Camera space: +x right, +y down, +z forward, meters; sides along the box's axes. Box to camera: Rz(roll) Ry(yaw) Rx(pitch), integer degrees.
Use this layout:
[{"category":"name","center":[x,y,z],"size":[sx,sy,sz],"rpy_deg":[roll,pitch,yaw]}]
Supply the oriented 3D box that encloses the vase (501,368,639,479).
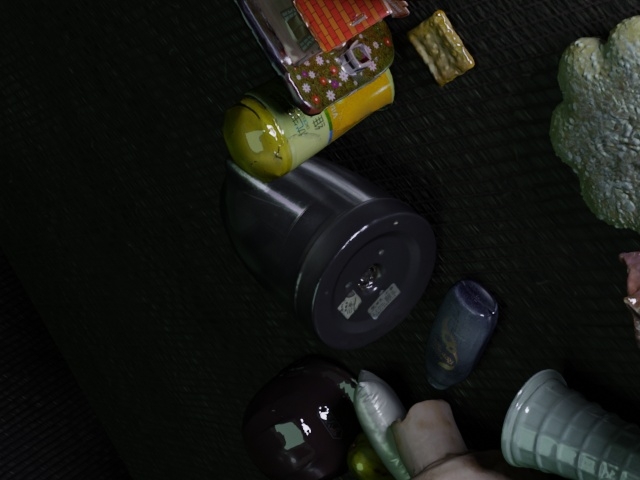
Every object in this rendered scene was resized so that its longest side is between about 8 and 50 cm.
[{"category":"vase","center":[0.393,0.282,1.565],"size":[0.299,0.143,0.143],"rpy_deg":[22,136,41]}]

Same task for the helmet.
[{"category":"helmet","center":[-0.035,0.347,2.233],"size":[0.225,0.177,0.305],"rpy_deg":[57,153,3]}]

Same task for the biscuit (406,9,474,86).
[{"category":"biscuit","center":[0.149,-0.238,1.516],"size":[0.083,0.018,0.081],"rpy_deg":[57,151,-2]}]

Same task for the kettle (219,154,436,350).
[{"category":"kettle","center":[0.000,0.000,1.825],"size":[0.324,0.228,0.321],"rpy_deg":[38,178,39]}]

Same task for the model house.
[{"category":"model house","center":[0.010,-0.330,1.467],"size":[0.154,0.207,0.294],"rpy_deg":[-25,97,50]}]

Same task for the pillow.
[{"category":"pillow","center":[0.129,0.330,2.051],"size":[0.254,0.078,0.144],"rpy_deg":[58,-171,-5]}]

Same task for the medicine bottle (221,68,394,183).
[{"category":"medicine bottle","center":[-0.021,-0.174,1.613],"size":[0.124,0.239,0.124],"rpy_deg":[35,145,29]}]

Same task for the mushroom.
[{"category":"mushroom","center":[0.204,0.373,1.857],"size":[0.292,0.292,0.290],"rpy_deg":[104,156,-53]}]

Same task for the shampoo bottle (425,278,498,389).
[{"category":"shampoo bottle","center":[0.201,0.145,1.794],"size":[0.087,0.049,0.233],"rpy_deg":[47,150,21]}]

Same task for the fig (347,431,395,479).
[{"category":"fig","center":[0.111,0.405,2.132],"size":[0.166,0.093,0.093],"rpy_deg":[51,155,-22]}]

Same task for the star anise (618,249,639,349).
[{"category":"star anise","center":[0.408,0.115,1.344],"size":[0.220,0.099,0.214],"rpy_deg":[52,-166,-26]}]

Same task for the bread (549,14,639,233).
[{"category":"bread","center":[0.334,-0.107,1.334],"size":[0.207,0.056,0.286],"rpy_deg":[9,125,51]}]
